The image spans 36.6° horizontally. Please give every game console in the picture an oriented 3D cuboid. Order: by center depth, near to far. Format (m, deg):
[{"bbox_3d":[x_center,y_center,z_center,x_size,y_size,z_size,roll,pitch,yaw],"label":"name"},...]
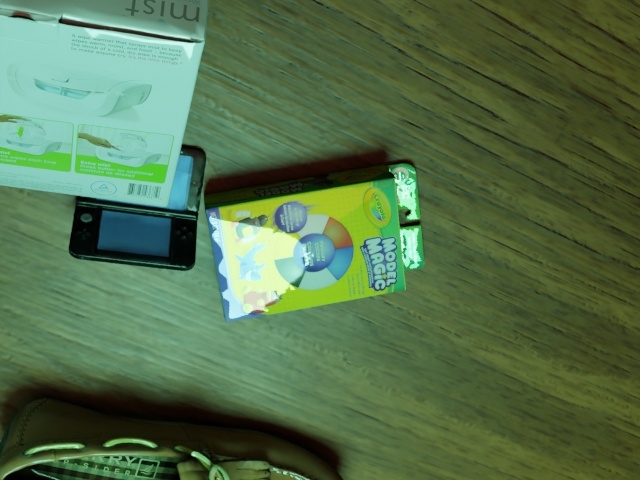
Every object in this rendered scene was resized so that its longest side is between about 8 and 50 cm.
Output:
[{"bbox_3d":[-0.177,-0.036,0.945,0.122,0.107,0.071,7,137,-11],"label":"game console"}]

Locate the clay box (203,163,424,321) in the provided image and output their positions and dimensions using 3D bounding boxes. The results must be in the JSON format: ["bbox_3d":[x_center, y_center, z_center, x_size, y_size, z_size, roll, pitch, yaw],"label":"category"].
[{"bbox_3d":[0.000,0.000,0.995,0.222,0.053,0.127,-10,112,-5],"label":"clay box"}]

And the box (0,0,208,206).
[{"bbox_3d":[-0.237,-0.151,0.800,0.262,0.126,0.231,7,147,-12],"label":"box"}]

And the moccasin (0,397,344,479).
[{"bbox_3d":[-0.145,0.261,1.015,0.380,0.147,0.139,21,105,-16],"label":"moccasin"}]
